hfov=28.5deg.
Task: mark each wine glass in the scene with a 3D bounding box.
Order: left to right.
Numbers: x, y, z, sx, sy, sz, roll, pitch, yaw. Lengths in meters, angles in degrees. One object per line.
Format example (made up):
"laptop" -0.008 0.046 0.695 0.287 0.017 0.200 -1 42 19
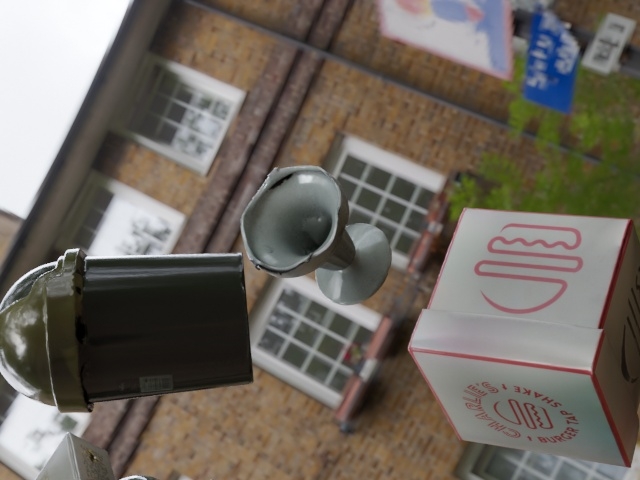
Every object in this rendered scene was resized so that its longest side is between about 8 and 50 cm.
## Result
"wine glass" 0.000 0.000 1.780 0.165 0.165 0.196 -61 -35 -5

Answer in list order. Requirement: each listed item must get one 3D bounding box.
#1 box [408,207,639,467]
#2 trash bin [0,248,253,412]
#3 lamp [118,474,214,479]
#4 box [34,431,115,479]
"box" 0.367 0.155 2.079 0.314 0.312 0.300 59 -134 -46
"trash bin" -0.258 0.111 1.636 0.333 0.214 0.214 -7 -50 -3
"lamp" -0.278 0.488 2.152 0.197 0.243 0.198 38 -136 -48
"box" -0.284 0.355 1.053 0.051 0.204 0.365 32 -86 -22
